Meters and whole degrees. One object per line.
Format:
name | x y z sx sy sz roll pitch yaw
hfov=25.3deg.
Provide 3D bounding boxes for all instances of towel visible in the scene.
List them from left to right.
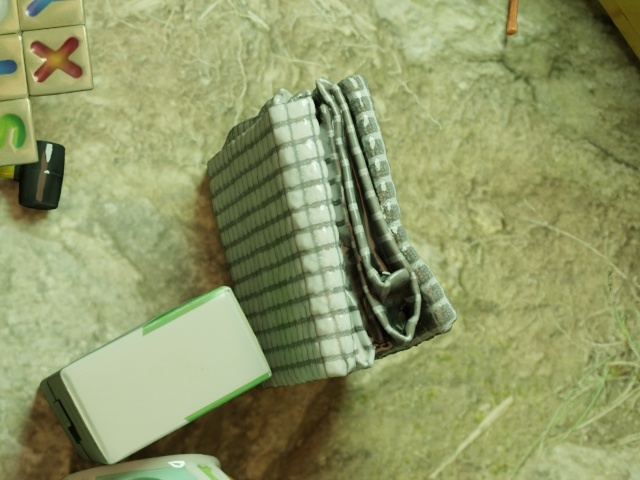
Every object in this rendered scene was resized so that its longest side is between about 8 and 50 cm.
towel | 0.000 0.000 1.220 0.121 0.284 0.235 -12 84 -17

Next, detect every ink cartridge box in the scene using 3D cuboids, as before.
ink cartridge box | -0.145 0.116 1.201 0.153 0.208 0.087 -28 91 -17

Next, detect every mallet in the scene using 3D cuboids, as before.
mallet | -0.325 -0.058 1.278 0.190 0.039 0.062 -1 83 -10

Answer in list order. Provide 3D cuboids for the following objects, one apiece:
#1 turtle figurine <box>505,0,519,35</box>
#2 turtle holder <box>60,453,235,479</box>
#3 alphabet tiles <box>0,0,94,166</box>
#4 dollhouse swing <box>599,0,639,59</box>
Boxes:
turtle figurine | 0.144 -0.352 1.421 0.217 0.087 0.269 13 77 -12
turtle holder | -0.165 0.306 1.167 0.320 0.243 0.227 -15 73 18
alphabet tiles | -0.378 -0.196 1.238 0.343 0.011 0.285 -7 93 -1
dollhouse swing | 0.412 -0.276 1.329 0.315 0.305 0.347 -42 105 -17
